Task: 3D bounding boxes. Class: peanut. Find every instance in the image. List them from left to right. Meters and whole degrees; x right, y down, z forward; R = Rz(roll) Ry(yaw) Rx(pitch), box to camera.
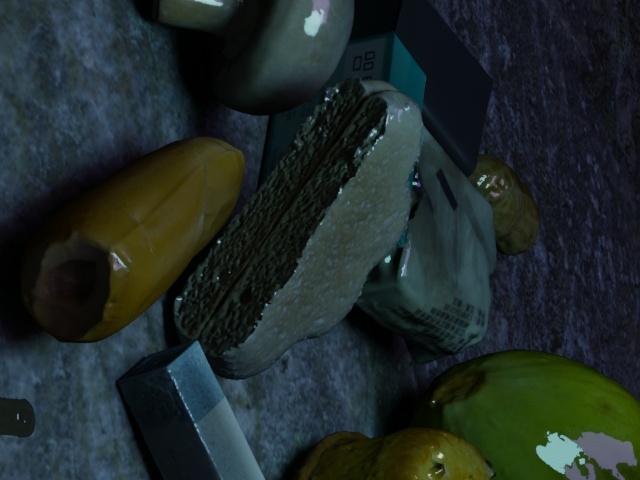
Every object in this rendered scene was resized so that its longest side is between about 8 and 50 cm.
[{"bbox_3d":[0.240,-0.045,2.547,0.226,0.095,0.108,40,62,-57],"label":"peanut"}]

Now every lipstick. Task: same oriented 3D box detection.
[{"bbox_3d":[-0.090,0.255,1.771,0.317,0.066,0.068,65,31,-10],"label":"lipstick"}]

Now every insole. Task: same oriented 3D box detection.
[{"bbox_3d":[-0.281,0.148,1.553,0.135,0.002,0.045,16,67,-61],"label":"insole"}]

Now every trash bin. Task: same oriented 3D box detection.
[{"bbox_3d":[0.112,-0.204,2.318,0.225,0.115,0.165,50,44,-43],"label":"trash bin"}]

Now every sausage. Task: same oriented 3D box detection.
[{"bbox_3d":[-0.162,-0.012,1.710,0.354,0.116,0.134,-45,151,-65],"label":"sausage"}]

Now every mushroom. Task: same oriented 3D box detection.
[{"bbox_3d":[-0.079,-0.237,1.917,0.215,0.207,0.207,12,66,-25],"label":"mushroom"}]

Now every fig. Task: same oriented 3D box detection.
[{"bbox_3d":[0.254,0.279,2.227,0.343,0.343,0.343,32,53,-56],"label":"fig"}]

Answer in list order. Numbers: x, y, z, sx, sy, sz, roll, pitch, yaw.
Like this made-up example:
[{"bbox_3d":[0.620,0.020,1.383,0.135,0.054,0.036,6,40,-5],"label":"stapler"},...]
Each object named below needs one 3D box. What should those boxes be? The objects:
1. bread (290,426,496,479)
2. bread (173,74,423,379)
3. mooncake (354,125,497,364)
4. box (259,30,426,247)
[{"bbox_3d":[0.062,0.323,1.948,0.179,0.194,0.340,53,35,-41],"label":"bread"},{"bbox_3d":[-0.005,-0.003,1.863,0.337,0.102,0.183,-54,151,2],"label":"bread"},{"bbox_3d":[0.109,0.008,2.220,0.254,0.136,0.250,44,41,-42],"label":"mooncake"},{"bbox_3d":[0.023,-0.103,2.073,0.092,0.153,0.245,48,42,-47],"label":"box"}]
